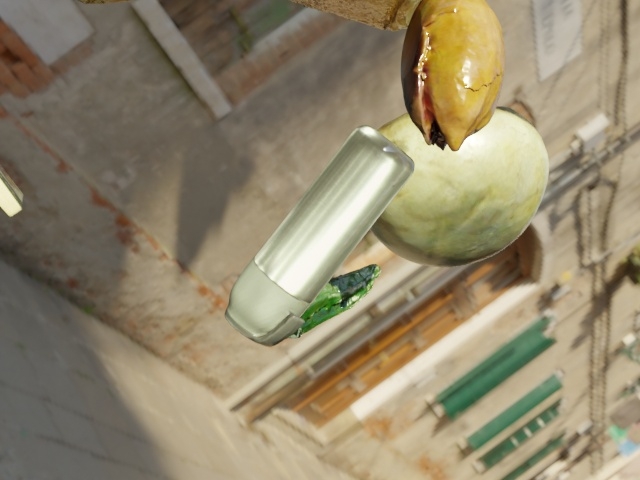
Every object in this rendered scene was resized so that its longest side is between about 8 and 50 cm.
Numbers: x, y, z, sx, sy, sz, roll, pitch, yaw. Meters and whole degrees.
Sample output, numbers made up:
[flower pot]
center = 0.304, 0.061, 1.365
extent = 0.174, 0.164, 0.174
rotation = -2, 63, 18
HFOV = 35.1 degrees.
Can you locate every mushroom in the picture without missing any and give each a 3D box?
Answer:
[mushroom]
center = 0.231, -0.110, 1.811
extent = 0.352, 0.352, 0.260
rotation = 54, 21, -49

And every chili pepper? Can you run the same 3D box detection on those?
[chili pepper]
center = 0.025, 0.080, 1.629
extent = 0.059, 0.226, 0.088
rotation = 30, -52, 32

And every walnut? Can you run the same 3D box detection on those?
[walnut]
center = 0.165, -0.219, 1.269
extent = 0.137, 0.137, 0.245
rotation = 54, 36, -51

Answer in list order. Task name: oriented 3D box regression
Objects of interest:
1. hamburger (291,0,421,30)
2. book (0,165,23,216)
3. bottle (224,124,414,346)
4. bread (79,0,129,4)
[hamburger]
center = 0.056, -0.465, 1.645
extent = 0.304, 0.284, 0.174
rotation = 129, -31, -74
[book]
center = -0.494, -0.129, 1.443
extent = 0.202, 0.027, 0.264
rotation = 57, -10, -14
[bottle]
center = 0.000, 0.000, 1.058
extent = 0.079, 0.254, 0.096
rotation = 32, 10, -47
[bread]
center = -0.276, -0.493, 1.469
extent = 0.225, 0.278, 0.250
rotation = 53, 27, -61
